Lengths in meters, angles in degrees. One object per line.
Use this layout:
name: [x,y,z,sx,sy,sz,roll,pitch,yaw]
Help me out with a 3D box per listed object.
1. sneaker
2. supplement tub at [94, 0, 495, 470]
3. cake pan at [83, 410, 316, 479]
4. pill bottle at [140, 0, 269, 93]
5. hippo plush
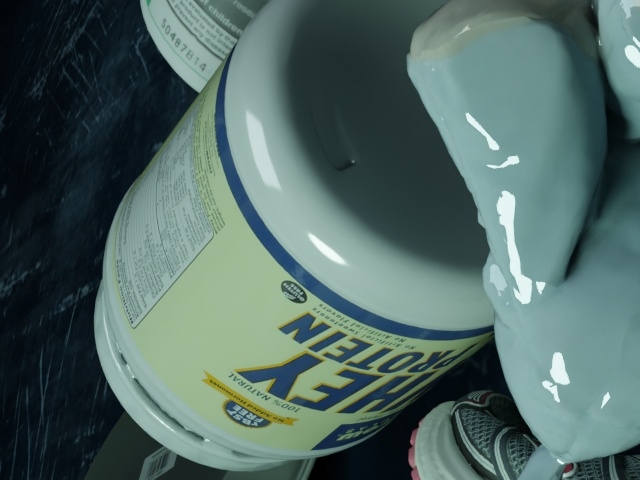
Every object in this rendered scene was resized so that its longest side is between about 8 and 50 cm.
sneaker: [0.139,0.146,0.916,0.112,0.121,0.299,-45,23,1]
supplement tub: [0.000,0.000,1.157,0.325,0.235,0.235,133,144,-53]
cake pan: [-0.107,0.185,1.432,0.293,0.054,0.293,-42,25,25]
pill bottle: [0.020,-0.266,1.313,0.361,0.204,0.204,125,150,-46]
hippo plush: [0.172,-0.018,0.813,0.236,0.234,0.294,-52,-41,-69]
